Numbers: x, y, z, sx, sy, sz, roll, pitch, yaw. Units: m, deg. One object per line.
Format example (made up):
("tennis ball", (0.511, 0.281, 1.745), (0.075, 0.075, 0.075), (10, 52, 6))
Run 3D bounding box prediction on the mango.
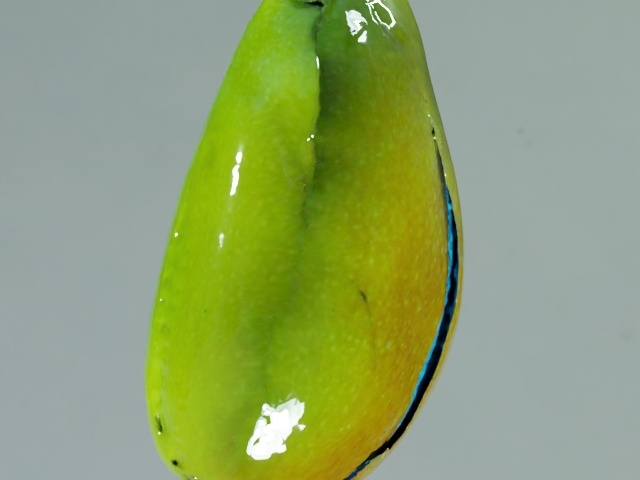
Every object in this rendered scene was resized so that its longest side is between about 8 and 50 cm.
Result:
("mango", (0.000, 0.000, 0.778), (0.111, 0.233, 0.125), (11, -3, 34))
